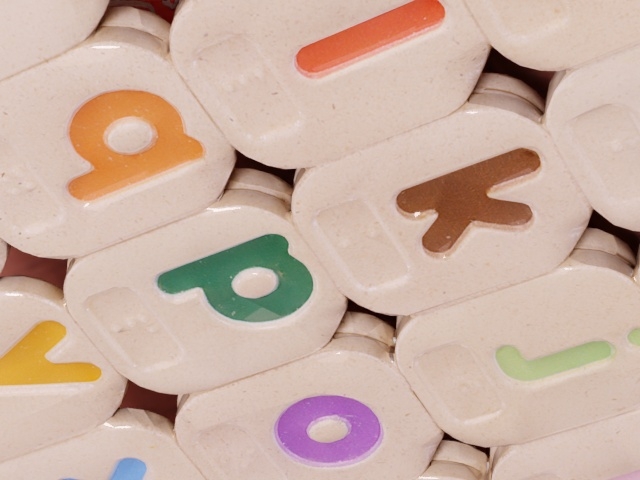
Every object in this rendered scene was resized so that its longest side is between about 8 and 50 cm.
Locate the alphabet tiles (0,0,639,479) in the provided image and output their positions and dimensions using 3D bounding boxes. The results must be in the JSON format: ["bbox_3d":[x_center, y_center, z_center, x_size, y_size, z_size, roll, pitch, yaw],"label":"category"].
[{"bbox_3d":[0.000,0.000,0.506,0.278,0.021,0.284,-21,127,21],"label":"alphabet tiles"}]

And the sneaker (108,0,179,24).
[{"bbox_3d":[-0.163,-0.056,0.569,0.270,0.090,0.145,-18,118,33],"label":"sneaker"}]
